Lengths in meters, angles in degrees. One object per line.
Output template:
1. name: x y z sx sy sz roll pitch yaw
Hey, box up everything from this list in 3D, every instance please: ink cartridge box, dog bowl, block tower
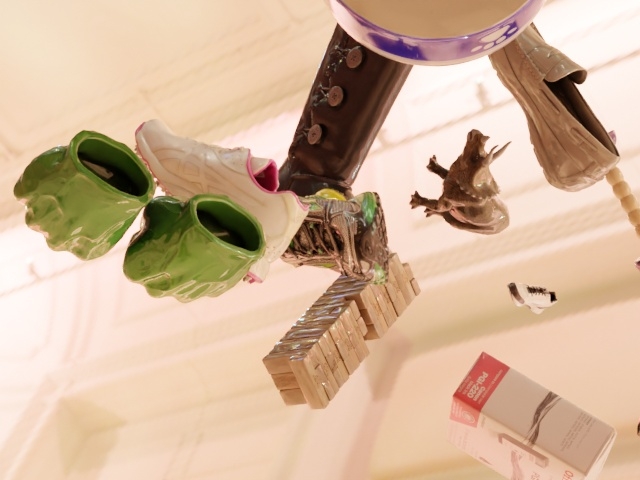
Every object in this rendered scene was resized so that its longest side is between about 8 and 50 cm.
1. ink cartridge box: 0.296 0.278 1.741 0.218 0.158 0.092 28 -119 19
2. dog bowl: 0.116 -0.316 1.241 0.265 0.265 0.104 -37 173 1
3. block tower: 0.036 0.135 1.929 0.097 0.091 0.335 -12 -158 37

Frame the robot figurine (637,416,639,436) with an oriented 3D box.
1. robot figurine: 0.532 0.219 1.528 0.291 0.211 0.085 -37 172 -13

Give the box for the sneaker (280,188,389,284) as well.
1. sneaker: 0.000 0.000 1.777 0.146 0.134 0.343 -9 -173 -20

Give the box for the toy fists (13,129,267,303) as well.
1. toy fists: -0.201 -0.020 1.349 0.142 0.279 0.096 -39 -142 36

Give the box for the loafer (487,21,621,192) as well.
1. loafer: 0.328 -0.226 1.738 0.111 0.319 0.112 -33 167 39

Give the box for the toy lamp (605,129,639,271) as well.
1. toy lamp: 0.513 -0.044 2.000 0.080 0.274 0.080 -27 177 -2

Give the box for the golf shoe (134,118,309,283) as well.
1. golf shoe: -0.130 -0.078 1.604 0.140 0.115 0.306 -45 -121 4

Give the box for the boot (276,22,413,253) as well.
1. boot: 0.084 -0.187 2.303 0.367 0.146 0.445 30 -88 39

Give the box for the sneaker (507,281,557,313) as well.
1. sneaker: 0.324 0.081 1.873 0.044 0.109 0.040 -29 -119 30

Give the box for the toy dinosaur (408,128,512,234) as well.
1. toy dinosaur: 0.257 -0.059 2.081 0.160 0.313 0.121 19 -116 34
